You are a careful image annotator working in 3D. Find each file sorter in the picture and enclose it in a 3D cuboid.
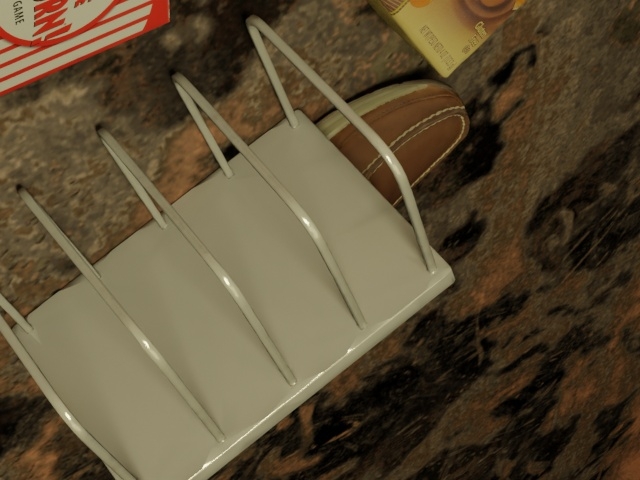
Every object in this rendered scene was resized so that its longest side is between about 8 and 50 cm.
[{"bbox_3d":[-0.085,0.013,0.990,0.277,0.193,0.173,-38,149,-7],"label":"file sorter"}]

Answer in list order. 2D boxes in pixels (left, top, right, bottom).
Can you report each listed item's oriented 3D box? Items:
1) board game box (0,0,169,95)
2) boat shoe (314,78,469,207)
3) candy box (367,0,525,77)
[{"bbox_3d":[-0.177,-0.151,0.796,0.193,0.045,0.147,-29,149,-23],"label":"board game box"},{"bbox_3d":[0.000,0.000,1.153,0.324,0.116,0.123,-39,152,-4],"label":"boat shoe"},{"bbox_3d":[0.077,-0.243,0.925,0.183,0.087,0.316,-45,155,5],"label":"candy box"}]
